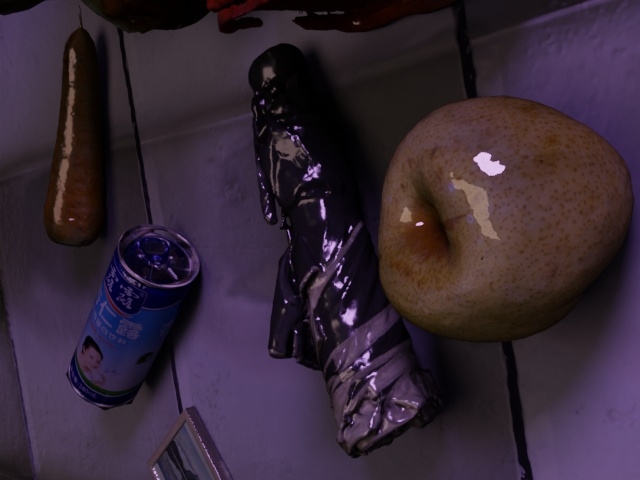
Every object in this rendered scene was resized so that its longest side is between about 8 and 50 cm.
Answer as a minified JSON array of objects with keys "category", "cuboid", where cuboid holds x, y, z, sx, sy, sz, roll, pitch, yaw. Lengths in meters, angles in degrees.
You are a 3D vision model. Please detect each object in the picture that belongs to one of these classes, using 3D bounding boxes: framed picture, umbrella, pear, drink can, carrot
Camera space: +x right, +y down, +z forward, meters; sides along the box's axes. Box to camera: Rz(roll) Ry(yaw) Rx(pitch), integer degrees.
[{"category":"framed picture","cuboid":[-0.137,0.317,1.020,0.203,0.015,0.150,58,135,23]},{"category":"umbrella","cuboid":[0.000,0.002,0.731,0.106,0.113,0.358,-24,73,21]},{"category":"pear","cuboid":[0.115,-0.013,0.572,0.167,0.136,0.167,15,110,50]},{"category":"drink can","cuboid":[-0.222,0.094,1.008,0.097,0.097,0.235,54,132,26]},{"category":"carrot","cuboid":[-0.297,-0.137,1.068,0.078,0.078,0.298,22,111,44]}]

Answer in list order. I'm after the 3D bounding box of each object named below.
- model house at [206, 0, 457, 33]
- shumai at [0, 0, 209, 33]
[{"category":"model house","cuboid":[0.012,-0.283,0.596,0.196,0.160,0.254,1,102,57]},{"category":"shumai","cuboid":[-0.201,-0.354,0.763,0.323,0.324,0.397,32,127,23]}]
